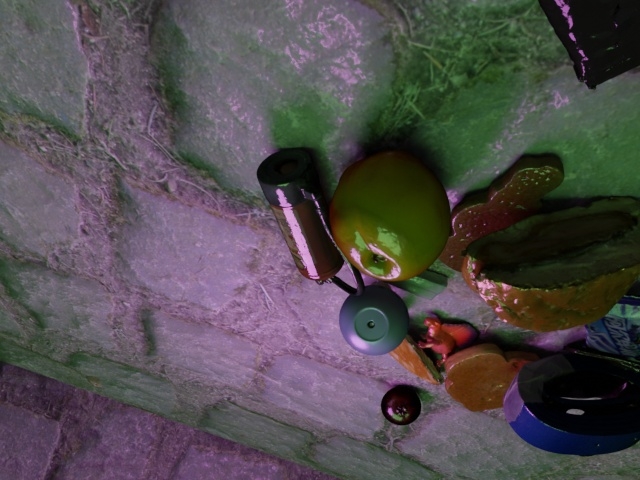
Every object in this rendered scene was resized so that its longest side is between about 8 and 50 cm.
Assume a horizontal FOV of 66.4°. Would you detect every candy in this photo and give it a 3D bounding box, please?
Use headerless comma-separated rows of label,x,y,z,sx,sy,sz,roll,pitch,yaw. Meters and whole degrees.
candy,0.642,0.191,1.060,0.145,0.070,0.275,1,143,32

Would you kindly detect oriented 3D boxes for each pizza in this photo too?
pizza,0.227,0.290,1.324,0.181,0.034,0.262,14,144,55

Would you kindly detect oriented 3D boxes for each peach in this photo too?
peach,0.123,-0.046,0.872,0.231,0.230,0.230,11,141,9

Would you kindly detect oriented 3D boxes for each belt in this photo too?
belt,0.622,0.385,1.163,0.348,0.212,0.117,0,135,-4

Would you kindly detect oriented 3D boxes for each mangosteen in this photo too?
mangosteen,0.261,0.537,1.597,0.140,0.140,0.140,11,141,9

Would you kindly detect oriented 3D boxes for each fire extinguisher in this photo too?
fire extinguisher,-0.011,0.004,1.022,0.113,0.200,0.375,-25,135,-5

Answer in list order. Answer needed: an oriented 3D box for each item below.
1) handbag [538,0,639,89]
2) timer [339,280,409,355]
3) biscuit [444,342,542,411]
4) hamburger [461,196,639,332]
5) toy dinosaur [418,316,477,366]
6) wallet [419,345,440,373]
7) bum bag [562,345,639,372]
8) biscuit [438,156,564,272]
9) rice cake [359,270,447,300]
handbag,0.387,-0.307,0.558,0.247,0.080,0.223,-21,127,40
timer,0.135,0.162,1.151,0.176,0.255,0.175,6,113,15
biscuit,0.484,0.378,1.330,0.270,0.051,0.376,-28,128,27
hamburger,0.427,0.065,0.867,0.330,0.162,0.208,-19,136,-2
toy dinosaur,0.359,0.278,1.299,0.139,0.070,0.286,-28,127,17
wallet,0.299,0.354,1.412,0.095,0.026,0.176,16,146,42
bum bag,0.660,0.277,1.141,0.160,0.026,0.109,12,175,13
biscuit,0.342,-0.038,0.924,0.184,0.047,0.319,13,141,2
rice cake,0.178,0.078,1.133,0.222,0.042,0.080,21,140,-4
